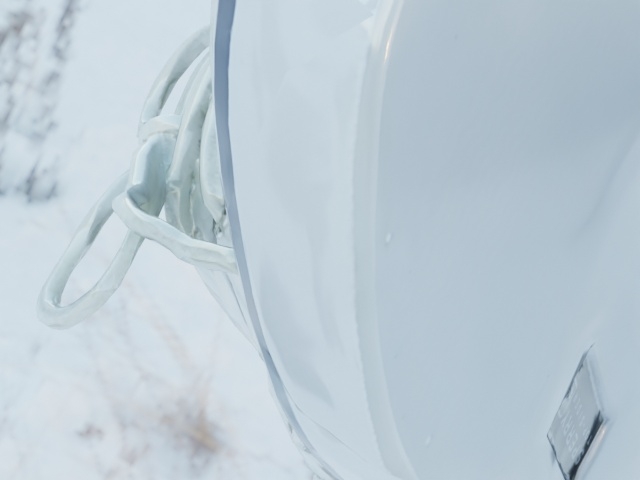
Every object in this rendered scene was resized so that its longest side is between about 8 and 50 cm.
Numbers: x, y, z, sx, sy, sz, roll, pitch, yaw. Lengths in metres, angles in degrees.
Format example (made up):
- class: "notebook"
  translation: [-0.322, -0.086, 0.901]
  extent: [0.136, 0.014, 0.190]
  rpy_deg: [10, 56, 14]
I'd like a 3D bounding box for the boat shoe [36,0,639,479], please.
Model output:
- class: "boat shoe"
  translation: [0.005, -0.007, 0.490]
  extent: [0.156, 0.136, 0.367]
  rpy_deg: [25, -15, 23]
